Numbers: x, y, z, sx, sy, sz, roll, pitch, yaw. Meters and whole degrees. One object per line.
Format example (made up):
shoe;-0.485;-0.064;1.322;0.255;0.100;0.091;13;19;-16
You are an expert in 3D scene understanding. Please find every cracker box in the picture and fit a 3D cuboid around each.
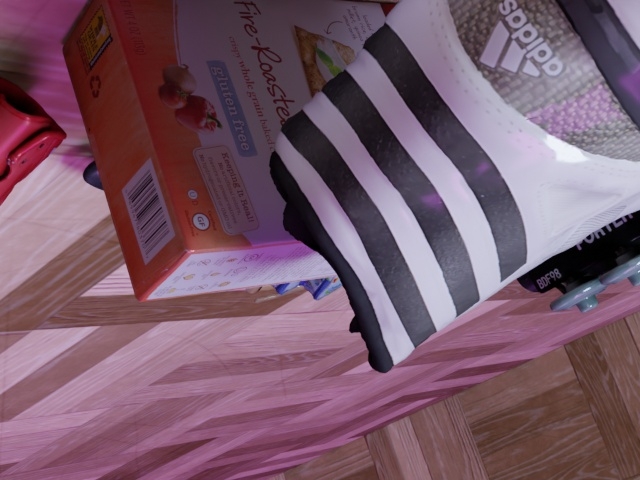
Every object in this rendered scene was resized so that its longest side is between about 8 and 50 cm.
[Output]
cracker box;-0.013;-0.060;0.604;0.232;0.155;0.067;-6;158;-39

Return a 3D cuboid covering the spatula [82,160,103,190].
spatula;-0.103;-0.025;0.824;0.084;0.030;0.296;-30;161;13

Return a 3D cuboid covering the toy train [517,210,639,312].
toy train;0.351;-0.034;1.142;0.190;0.142;0.334;-21;166;-32

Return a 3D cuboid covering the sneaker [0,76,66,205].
sneaker;-0.209;-0.020;0.534;0.087;0.221;0.128;37;122;-17

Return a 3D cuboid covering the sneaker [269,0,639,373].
sneaker;0.120;-0.071;0.533;0.257;0.169;0.447;-33;169;29

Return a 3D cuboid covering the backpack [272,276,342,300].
backpack;0.000;0.000;0.888;0.105;0.084;0.114;-35;175;-37

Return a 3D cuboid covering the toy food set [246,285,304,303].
toy food set;-0.042;0.025;1.076;0.078;0.019;0.122;-16;155;-13
